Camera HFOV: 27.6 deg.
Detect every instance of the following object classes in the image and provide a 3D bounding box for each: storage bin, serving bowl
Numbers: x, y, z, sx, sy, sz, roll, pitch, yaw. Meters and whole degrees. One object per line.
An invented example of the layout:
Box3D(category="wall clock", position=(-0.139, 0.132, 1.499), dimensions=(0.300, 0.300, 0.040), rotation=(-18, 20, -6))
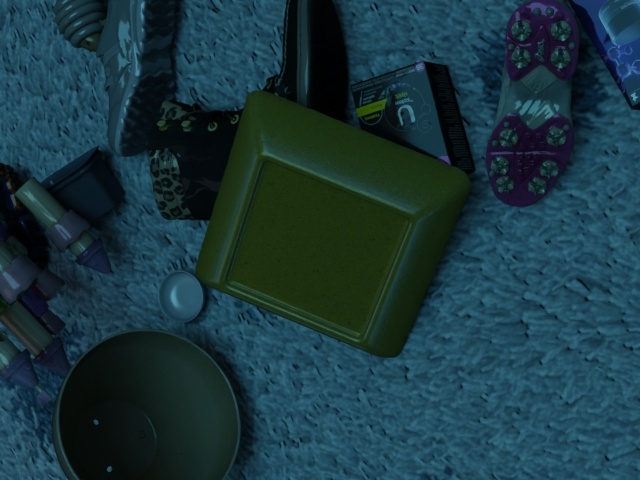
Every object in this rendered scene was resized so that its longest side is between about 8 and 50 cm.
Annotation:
Box3D(category="storage bin", position=(-0.387, -0.078, 2.106), dimensions=(0.135, 0.098, 0.091), rotation=(-28, 109, 24))
Box3D(category="serving bowl", position=(-0.215, 0.087, 2.062), dimensions=(0.083, 0.027, 0.083), rotation=(2, 95, 25))

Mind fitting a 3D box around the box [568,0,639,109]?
Box3D(category="box", position=(0.477, -0.310, 1.669), dimensions=(0.261, 0.103, 0.184), rotation=(-32, 82, 24))

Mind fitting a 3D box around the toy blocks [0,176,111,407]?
Box3D(category="toy blocks", position=(-0.479, 0.114, 1.996), dimensions=(0.309, 0.288, 0.260), rotation=(-41, 99, 20))

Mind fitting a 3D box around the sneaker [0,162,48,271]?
Box3D(category="sneaker", position=(-0.521, -0.019, 2.181), dimensions=(0.087, 0.083, 0.221), rotation=(-10, 95, 52))

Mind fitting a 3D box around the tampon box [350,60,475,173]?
Box3D(category="tampon box", position=(0.131, -0.158, 1.840), dimensions=(0.120, 0.101, 0.161), rotation=(-16, 87, 25))

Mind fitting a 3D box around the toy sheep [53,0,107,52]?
Box3D(category="toy sheep", position=(-0.381, -0.358, 2.081), dimensions=(0.091, 0.091, 0.132), rotation=(-34, 81, 23))

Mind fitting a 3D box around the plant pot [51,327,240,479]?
Box3D(category="plant pot", position=(-0.290, 0.295, 2.004), dimensions=(0.191, 0.284, 0.284), rotation=(-35, 76, 58))

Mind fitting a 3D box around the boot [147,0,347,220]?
Box3D(category="boot", position=(-0.110, -0.185, 1.937), dimensions=(0.284, 0.138, 0.377), rotation=(5, 104, 25))

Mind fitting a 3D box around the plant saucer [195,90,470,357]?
Box3D(category="plant saucer", position=(0.000, 0.000, 1.825), dimensions=(0.332, 0.081, 0.333), rotation=(22, 122, 4))

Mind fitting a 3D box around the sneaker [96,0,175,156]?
Box3D(category="sneaker", position=(-0.297, -0.272, 2.044), dimensions=(0.115, 0.105, 0.281), rotation=(14, 98, 34))

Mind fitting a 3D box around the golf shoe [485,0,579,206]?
Box3D(category="golf shoe", position=(0.294, -0.195, 1.766), dimensions=(0.115, 0.140, 0.306), rotation=(11, 121, 7))
